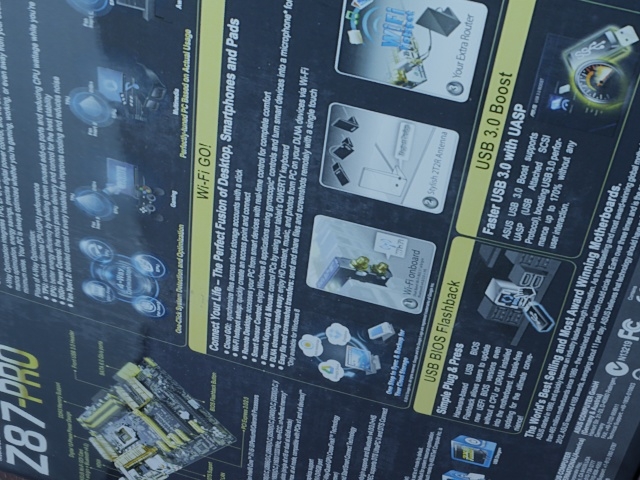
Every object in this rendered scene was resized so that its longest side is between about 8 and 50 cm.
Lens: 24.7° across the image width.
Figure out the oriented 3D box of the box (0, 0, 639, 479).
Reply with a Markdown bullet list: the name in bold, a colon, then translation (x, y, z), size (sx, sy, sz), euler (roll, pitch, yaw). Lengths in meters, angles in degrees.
- **box**: translation (0.000, 0.000, 0.612), size (0.395, 0.318, 0.097), euler (96, -172, -49)
